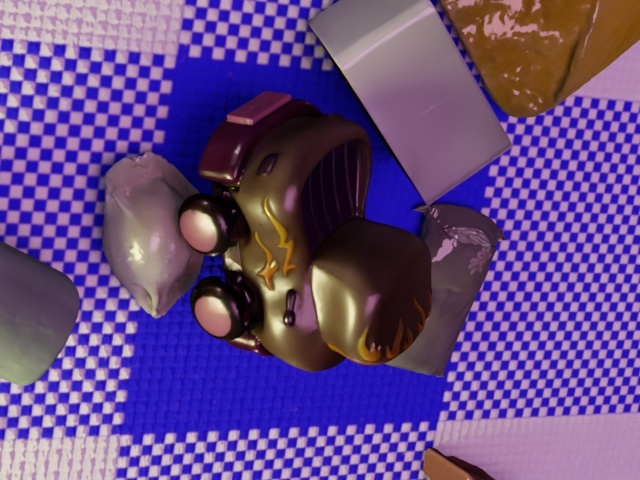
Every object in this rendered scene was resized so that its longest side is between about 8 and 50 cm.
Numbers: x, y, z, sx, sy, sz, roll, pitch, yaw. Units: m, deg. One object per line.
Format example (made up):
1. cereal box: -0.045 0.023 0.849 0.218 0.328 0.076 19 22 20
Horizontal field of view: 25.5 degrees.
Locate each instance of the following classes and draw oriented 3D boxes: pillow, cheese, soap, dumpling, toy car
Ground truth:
1. pillow: 0.168 0.075 1.985 0.169 0.059 0.255 18 97 -36
2. cheese: 0.251 0.407 2.114 0.177 0.128 0.203 -6 106 -30
3. soap: 0.365 -0.381 1.902 0.427 0.115 0.306 -44 119 -9
4. dumpling: -0.195 -0.011 1.725 0.155 0.111 0.181 -35 144 -35
5. toy car: 0.000 0.000 1.708 0.271 0.240 0.341 -39 130 -45

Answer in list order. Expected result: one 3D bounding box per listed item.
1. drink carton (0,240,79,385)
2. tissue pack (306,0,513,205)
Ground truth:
1. drink carton: -0.386 0.065 1.598 0.189 0.185 0.191 31 88 -36
2. tissue pack: 0.114 -0.195 1.780 0.136 0.159 0.246 -33 121 3
